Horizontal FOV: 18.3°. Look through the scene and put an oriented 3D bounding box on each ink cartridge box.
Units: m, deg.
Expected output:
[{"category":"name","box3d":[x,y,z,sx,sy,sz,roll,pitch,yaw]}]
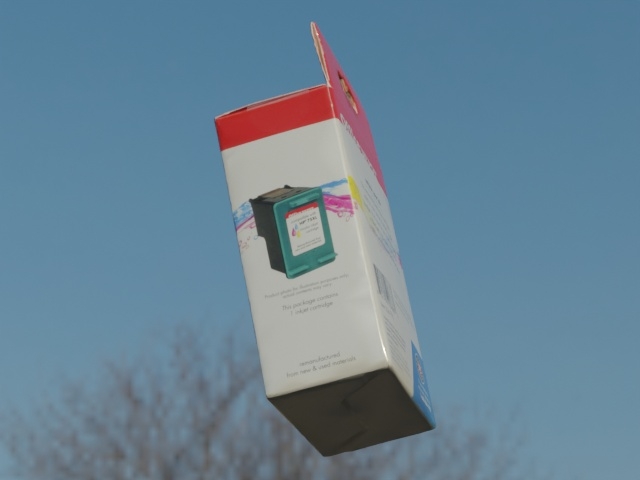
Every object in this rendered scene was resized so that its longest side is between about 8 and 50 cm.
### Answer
[{"category":"ink cartridge box","box3d":[0.000,0.000,1.209,0.078,0.231,0.134,-16,-25,9]}]
